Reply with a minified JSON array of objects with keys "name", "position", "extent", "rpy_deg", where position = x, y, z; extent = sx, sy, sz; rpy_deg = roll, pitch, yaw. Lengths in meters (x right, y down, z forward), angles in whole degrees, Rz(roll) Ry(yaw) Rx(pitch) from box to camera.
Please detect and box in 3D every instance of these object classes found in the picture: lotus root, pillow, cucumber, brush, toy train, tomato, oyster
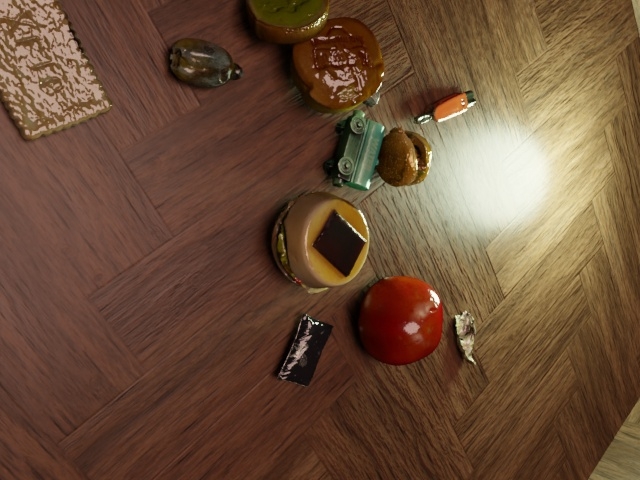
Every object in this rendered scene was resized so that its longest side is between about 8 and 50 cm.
[{"name":"lotus root","position":[-0.287,-0.446,1.332],"extent":[0.192,0.088,0.113],"rpy_deg":[2,110,-35]},{"name":"pillow","position":[-0.046,0.337,1.591],"extent":[0.141,0.055,0.208],"rpy_deg":[30,79,-41]},{"name":"cucumber","position":[0.135,-0.462,1.633],"extent":[0.112,0.064,0.064],"rpy_deg":[31,77,-35]},{"name":"brush","position":[0.436,-0.466,1.850],"extent":[0.323,0.051,0.070],"rpy_deg":[-27,115,-33]},{"name":"toy train","position":[0.114,-0.268,1.606],"extent":[0.159,0.101,0.248],"rpy_deg":[21,81,-26]},{"name":"tomato","position":[0.272,0.264,1.696],"extent":[0.298,0.226,0.299],"rpy_deg":[-3,95,-38]},{"name":"oyster","position":[0.548,0.372,2.010],"extent":[0.106,0.061,0.200],"rpy_deg":[8,87,-17]}]

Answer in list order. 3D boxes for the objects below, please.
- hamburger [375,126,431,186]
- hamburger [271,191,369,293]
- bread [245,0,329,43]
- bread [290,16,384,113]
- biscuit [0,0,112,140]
[{"name":"hamburger","position":[0.255,-0.266,1.663],"extent":[0.118,0.182,0.191],"rpy_deg":[-12,98,-41]},{"name":"hamburger","position":[0.000,0.000,1.521],"extent":[0.302,0.170,0.302],"rpy_deg":[-3,95,-39]},{"name":"bread","position":[-0.086,-0.628,1.394],"extent":[0.236,0.070,0.236],"rpy_deg":[1,70,-4]},{"name":"bread","position":[0.042,-0.495,1.486],"extent":[0.270,0.148,0.270],"rpy_deg":[0,89,-17]},{"name":"biscuit","position":[-0.619,-0.400,1.134],"extent":[0.217,0.044,0.325],"rpy_deg":[-34,112,-28]}]
